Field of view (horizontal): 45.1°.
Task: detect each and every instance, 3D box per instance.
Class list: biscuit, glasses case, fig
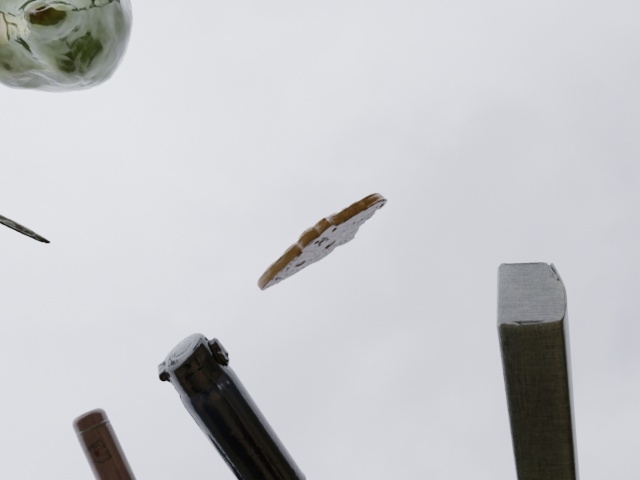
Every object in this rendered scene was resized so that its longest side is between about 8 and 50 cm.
[{"bbox_3d":[0.000,0.000,1.238,0.250,0.035,0.162,-37,-19,-1],"label":"biscuit"},{"bbox_3d":[0.160,0.118,0.557,0.047,0.071,0.205,-6,-59,16],"label":"glasses case"},{"bbox_3d":[-0.311,-0.261,0.906,0.206,0.275,0.206,-7,-73,-22],"label":"fig"}]

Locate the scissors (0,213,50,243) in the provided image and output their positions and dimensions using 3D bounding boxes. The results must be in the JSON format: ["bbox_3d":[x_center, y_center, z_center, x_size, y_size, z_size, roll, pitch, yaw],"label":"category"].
[{"bbox_3d":[-0.543,-0.062,1.150,0.300,0.022,0.109,32,-45,-27],"label":"scissors"}]

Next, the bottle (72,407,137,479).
[{"bbox_3d":[-0.315,0.317,1.129,0.053,0.140,0.053,-27,-10,-5],"label":"bottle"}]

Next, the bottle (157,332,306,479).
[{"bbox_3d":[-0.100,0.219,0.921,0.082,0.072,0.244,-32,-69,-1],"label":"bottle"}]
